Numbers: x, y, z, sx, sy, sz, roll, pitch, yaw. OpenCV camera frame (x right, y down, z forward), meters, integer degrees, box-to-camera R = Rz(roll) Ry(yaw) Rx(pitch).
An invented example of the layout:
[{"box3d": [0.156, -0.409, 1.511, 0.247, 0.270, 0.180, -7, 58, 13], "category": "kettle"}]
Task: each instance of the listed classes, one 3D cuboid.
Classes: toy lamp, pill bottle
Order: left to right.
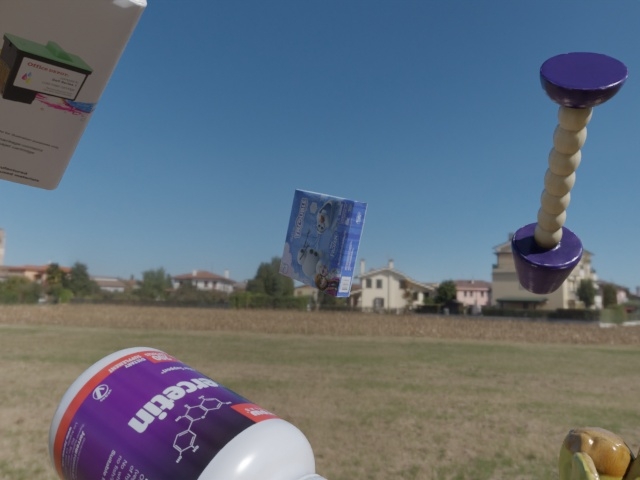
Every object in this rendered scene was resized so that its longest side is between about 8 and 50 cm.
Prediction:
[{"box3d": [-0.134, 0.249, 0.543, 0.323, 0.181, 0.181, 15, 2, 34], "category": "pill bottle"}, {"box3d": [0.248, -0.048, 0.526, 0.080, 0.080, 0.275, 0, -45, 13], "category": "toy lamp"}]

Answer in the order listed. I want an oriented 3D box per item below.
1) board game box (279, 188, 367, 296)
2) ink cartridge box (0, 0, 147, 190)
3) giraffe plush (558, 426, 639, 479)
[{"box3d": [0.000, 0.000, 0.493, 0.020, 0.090, 0.090, 7, 7, -41], "category": "board game box"}, {"box3d": [-0.310, -0.228, 0.565, 0.117, 0.201, 0.278, 15, -47, -39], "category": "ink cartridge box"}, {"box3d": [0.209, 0.206, 0.325, 0.210, 0.181, 0.170, -37, -37, 13], "category": "giraffe plush"}]
